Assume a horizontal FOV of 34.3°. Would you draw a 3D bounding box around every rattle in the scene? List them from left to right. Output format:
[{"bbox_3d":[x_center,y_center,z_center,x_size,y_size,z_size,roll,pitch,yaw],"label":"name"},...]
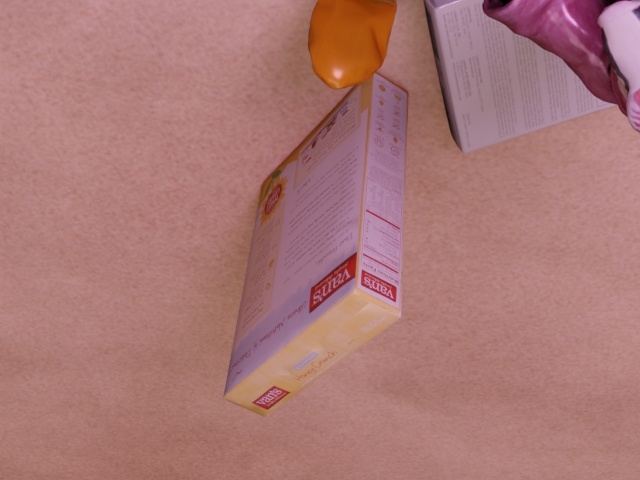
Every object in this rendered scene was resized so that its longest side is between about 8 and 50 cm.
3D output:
[{"bbox_3d":[0.063,-0.213,0.663,0.199,0.143,0.130,-29,109,40],"label":"rattle"}]

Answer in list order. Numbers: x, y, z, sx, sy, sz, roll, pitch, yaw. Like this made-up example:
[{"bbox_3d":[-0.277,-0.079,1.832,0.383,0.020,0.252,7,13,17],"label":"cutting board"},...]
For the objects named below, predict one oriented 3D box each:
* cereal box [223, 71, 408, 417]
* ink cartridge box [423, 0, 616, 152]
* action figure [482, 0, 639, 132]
[{"bbox_3d":[0.000,0.000,0.821,0.047,0.240,0.173,28,134,-23],"label":"cereal box"},{"bbox_3d":[0.176,-0.156,0.794,0.179,0.045,0.145,-19,134,0],"label":"ink cartridge box"},{"bbox_3d":[0.186,-0.156,0.537,0.248,0.370,0.276,-2,147,25],"label":"action figure"}]
